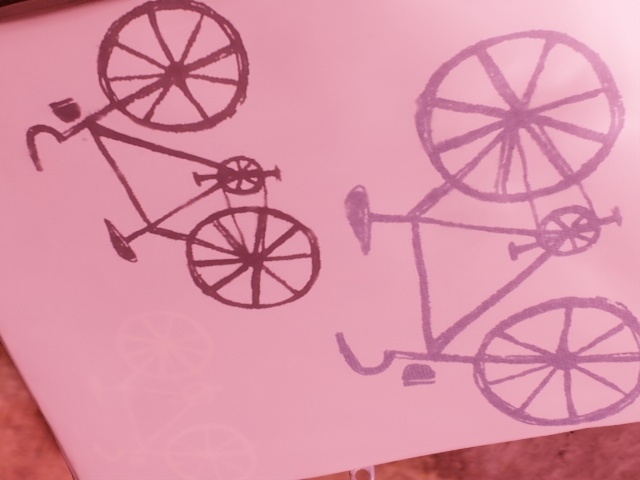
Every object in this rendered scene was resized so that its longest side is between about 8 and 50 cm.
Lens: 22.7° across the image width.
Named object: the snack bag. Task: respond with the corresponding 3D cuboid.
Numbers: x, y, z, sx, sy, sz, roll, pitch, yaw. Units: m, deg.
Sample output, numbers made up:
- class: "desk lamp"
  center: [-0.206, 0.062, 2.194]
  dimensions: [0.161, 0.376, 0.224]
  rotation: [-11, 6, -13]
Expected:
- class: "snack bag"
  center: [0.000, 0.000, 0.713]
  dimensions: [0.342, 0.037, 0.323]
  rotation: [-12, 133, 9]
